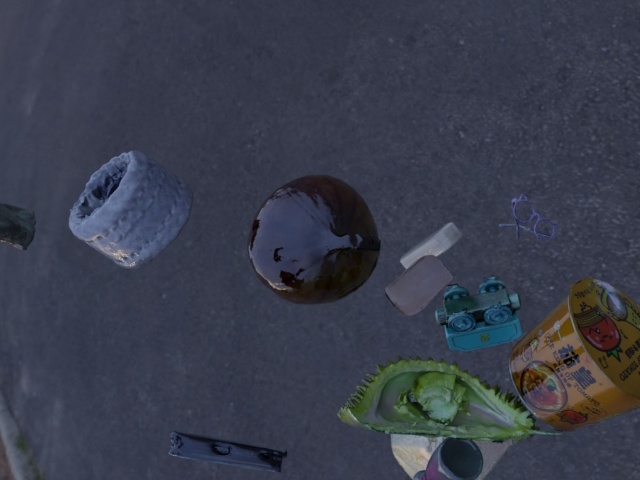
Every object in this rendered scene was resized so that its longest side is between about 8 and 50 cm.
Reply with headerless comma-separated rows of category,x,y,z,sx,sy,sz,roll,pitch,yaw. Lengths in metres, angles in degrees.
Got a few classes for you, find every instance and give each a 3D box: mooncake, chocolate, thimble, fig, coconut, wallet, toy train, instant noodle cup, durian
mooncake,-0.815,-0.039,1.775,0.073,0.125,0.130,-53,40,20
chocolate,0.149,0.068,1.044,0.101,0.031,0.064,-45,83,-4
thimble,-0.390,-0.065,1.390,0.246,0.157,0.217,-4,52,51
fig,-0.009,-0.001,1.193,0.214,0.235,0.234,23,-109,-84
coconut,0.374,0.523,1.904,0.298,0.309,0.297,31,146,24
wallet,-0.135,0.323,1.029,0.222,0.168,0.036,101,177,-70
toy train,0.387,0.185,1.657,0.204,0.163,0.112,-13,42,13
instant noodle cup,0.414,0.192,1.071,0.172,0.216,0.215,-49,49,41
durian,0.194,0.296,1.141,0.169,0.356,0.157,-109,29,-66

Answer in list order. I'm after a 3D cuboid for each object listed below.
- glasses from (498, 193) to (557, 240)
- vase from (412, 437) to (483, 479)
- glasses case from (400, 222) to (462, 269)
glasses,0.489,-0.046,1.642,0.062,0.140,0.104,-54,9,-13
vase,0.235,0.449,1.319,0.214,0.086,0.086,110,146,-55
glasses case,0.266,0.019,1.654,0.050,0.083,0.196,53,149,3
